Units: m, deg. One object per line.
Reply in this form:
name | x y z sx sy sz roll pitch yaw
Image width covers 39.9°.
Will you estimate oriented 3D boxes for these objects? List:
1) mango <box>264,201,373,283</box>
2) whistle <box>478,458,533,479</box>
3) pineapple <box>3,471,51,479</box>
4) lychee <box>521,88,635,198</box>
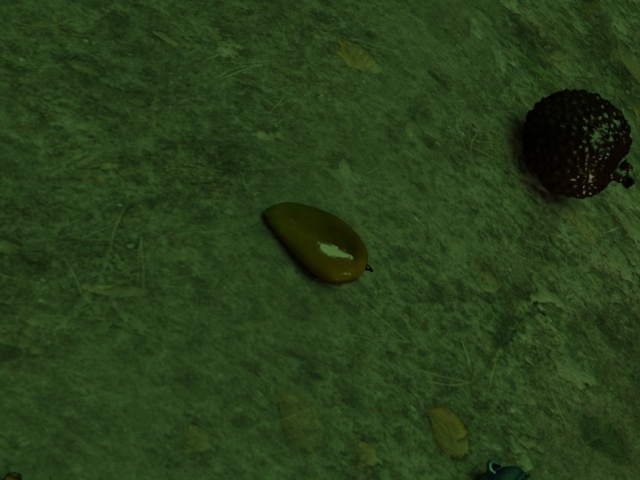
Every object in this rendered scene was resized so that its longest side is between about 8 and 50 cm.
mango | 0.000 0.000 1.334 0.187 0.066 0.101 36 52 -5
whistle | 0.324 0.445 1.331 0.180 0.093 0.269 -31 93 -39
pineapple | -0.332 0.323 0.956 0.116 0.069 0.137 -18 70 -33
lychee | 0.493 -0.177 1.671 0.238 0.200 0.200 39 49 15
